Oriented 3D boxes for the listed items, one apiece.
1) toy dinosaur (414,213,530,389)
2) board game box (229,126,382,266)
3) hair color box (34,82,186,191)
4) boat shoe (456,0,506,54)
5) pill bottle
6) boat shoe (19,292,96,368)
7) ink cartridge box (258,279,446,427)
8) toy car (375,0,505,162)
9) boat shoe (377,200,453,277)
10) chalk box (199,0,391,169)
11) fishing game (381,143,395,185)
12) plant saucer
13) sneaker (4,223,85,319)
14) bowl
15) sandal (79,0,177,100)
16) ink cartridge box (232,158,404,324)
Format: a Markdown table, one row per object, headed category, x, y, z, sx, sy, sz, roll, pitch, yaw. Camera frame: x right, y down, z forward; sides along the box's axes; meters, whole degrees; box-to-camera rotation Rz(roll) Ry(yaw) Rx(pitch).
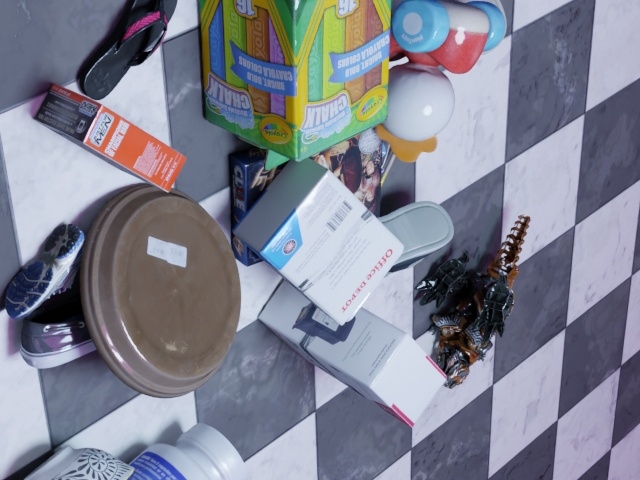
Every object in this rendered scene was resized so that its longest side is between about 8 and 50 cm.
| category | x | y | z | sx | sy | sz | roll | pitch | yaw |
| --- | --- | --- | --- | --- | --- | --- | --- | --- | --- |
| toy dinosaur | 0.273 | 0.105 | 2.423 | 0.218 | 0.164 | 0.322 | 25 | 73 | -69 |
| board game box | -0.018 | -0.076 | 1.960 | 0.243 | 0.042 | 0.165 | -21 | 127 | -32 |
| hair color box | -0.247 | -0.121 | 1.634 | 0.167 | 0.093 | 0.053 | 30 | 86 | -55 |
| boat shoe | 0.189 | -0.421 | 2.020 | 0.112 | 0.095 | 0.335 | -35 | 132 | -17 |
| pill bottle | -0.233 | 0.380 | 1.907 | 0.272 | 0.152 | 0.152 | -39 | 137 | -30 |
| boat shoe | -0.281 | 0.083 | 1.739 | 0.228 | 0.080 | 0.076 | -22 | 129 | -33 |
| ink cartridge box | 0.047 | 0.159 | 2.053 | 0.100 | 0.237 | 0.172 | -54 | 143 | -9 |
| toy car | 0.117 | -0.230 | 1.917 | 0.219 | 0.210 | 0.238 | -13 | 118 | -58 |
| boat shoe | 0.069 | 0.015 | 2.107 | 0.302 | 0.114 | 0.091 | -7 | 158 | -33 |
| chalk box | -0.031 | -0.223 | 1.770 | 0.180 | 0.179 | 0.289 | -30 | 132 | -37 |
| fishing game | 0.045 | -0.145 | 2.034 | 0.264 | 0.041 | 0.189 | 32 | 84 | -53 |
| plant saucer | -0.192 | 0.062 | 1.755 | 0.278 | 0.041 | 0.278 | 15 | 71 | -49 |
| sneaker | -0.327 | 0.048 | 1.675 | 0.135 | 0.052 | 0.058 | -51 | 147 | -17 |
| bowl | -0.332 | 0.319 | 1.784 | 0.170 | 0.080 | 0.170 | -37 | -178 | 2 |
| sandal | -0.218 | -0.239 | 1.643 | 0.179 | 0.040 | 0.067 | -56 | 143 | -11 |
| ink cartridge box | 0.000 | 0.000 | 1.913 | 0.148 | 0.086 | 0.203 | -51 | 131 | -6 |
